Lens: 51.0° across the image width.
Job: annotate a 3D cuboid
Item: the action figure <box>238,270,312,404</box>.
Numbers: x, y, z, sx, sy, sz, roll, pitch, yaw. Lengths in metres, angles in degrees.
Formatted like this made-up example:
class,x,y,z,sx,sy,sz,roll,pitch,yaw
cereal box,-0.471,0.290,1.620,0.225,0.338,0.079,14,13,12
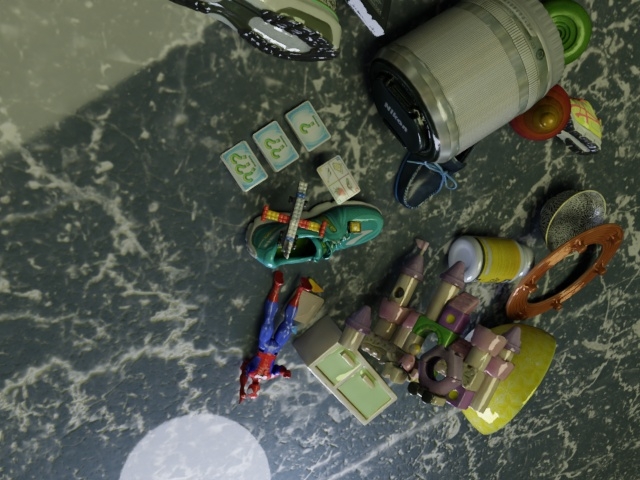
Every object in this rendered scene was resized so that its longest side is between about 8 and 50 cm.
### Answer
class,x,y,z,sx,sy,sz,roll,pitch,yaw
action figure,-0.094,0.216,1.313,0.092,0.139,0.280,14,114,-15

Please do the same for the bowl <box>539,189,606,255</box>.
class,x,y,z,sx,sy,sz,roll,pitch,yaw
bowl,0.561,-0.054,1.541,0.170,0.080,0.170,-13,124,-21

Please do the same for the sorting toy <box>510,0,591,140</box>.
class,x,y,z,sx,sy,sz,roll,pitch,yaw
sorting toy,0.437,-0.352,1.235,0.127,0.126,0.365,8,112,6

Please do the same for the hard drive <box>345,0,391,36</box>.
class,x,y,z,sx,sy,sz,roll,pitch,yaw
hard drive,0.080,-0.401,1.053,0.094,0.022,0.135,39,53,-39

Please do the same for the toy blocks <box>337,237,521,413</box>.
class,x,y,z,sx,sy,sz,roll,pitch,yaw
toy blocks,0.232,0.156,1.326,0.309,0.289,0.260,26,92,-53

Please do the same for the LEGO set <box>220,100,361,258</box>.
class,x,y,z,sx,sy,sz,roll,pitch,yaw
LEGO set,-0.030,-0.091,1.148,0.183,0.060,0.244,-33,99,-7

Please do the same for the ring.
class,x,y,z,sx,sy,sz,roll,pitch,yaw
ring,0.588,0.088,1.601,0.337,0.032,0.336,-24,148,-16

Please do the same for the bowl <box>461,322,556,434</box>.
class,x,y,z,sx,sy,sz,roll,pitch,yaw
bowl,0.404,0.298,1.599,0.156,0.289,0.289,36,100,4

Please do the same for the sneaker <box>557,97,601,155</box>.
class,x,y,z,sx,sy,sz,roll,pitch,yaw
sneaker,0.517,-0.267,1.403,0.209,0.082,0.094,34,69,-31

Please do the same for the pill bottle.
class,x,y,z,sx,sy,sz,roll,pitch,yaw
pill bottle,0.383,0.043,1.487,0.184,0.103,0.103,3,116,-29

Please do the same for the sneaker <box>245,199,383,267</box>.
class,x,y,z,sx,sy,sz,roll,pitch,yaw
sneaker,0.000,0.000,1.250,0.276,0.110,0.107,-13,124,-22

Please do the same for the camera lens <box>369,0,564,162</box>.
class,x,y,z,sx,sy,sz,roll,pitch,yaw
camera lens,0.239,-0.279,1.141,0.274,0.219,0.219,-33,128,-8

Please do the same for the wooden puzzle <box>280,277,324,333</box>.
class,x,y,z,sx,sy,sz,roll,pitch,yaw
wooden puzzle,-0.037,0.133,1.373,0.079,0.014,0.116,36,97,-34

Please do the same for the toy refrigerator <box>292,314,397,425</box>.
class,x,y,z,sx,sy,sz,roll,pitch,yaw
toy refrigerator,0.059,0.289,1.467,0.102,0.094,0.269,-39,128,-2

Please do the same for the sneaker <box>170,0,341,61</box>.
class,x,y,z,sx,sy,sz,roll,pitch,yaw
sneaker,-0.127,-0.416,0.948,0.410,0.158,0.181,25,73,-35

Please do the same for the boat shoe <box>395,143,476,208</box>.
class,x,y,z,sx,sy,sz,roll,pitch,yaw
boat shoe,0.236,-0.169,1.290,0.109,0.089,0.258,20,108,-35
